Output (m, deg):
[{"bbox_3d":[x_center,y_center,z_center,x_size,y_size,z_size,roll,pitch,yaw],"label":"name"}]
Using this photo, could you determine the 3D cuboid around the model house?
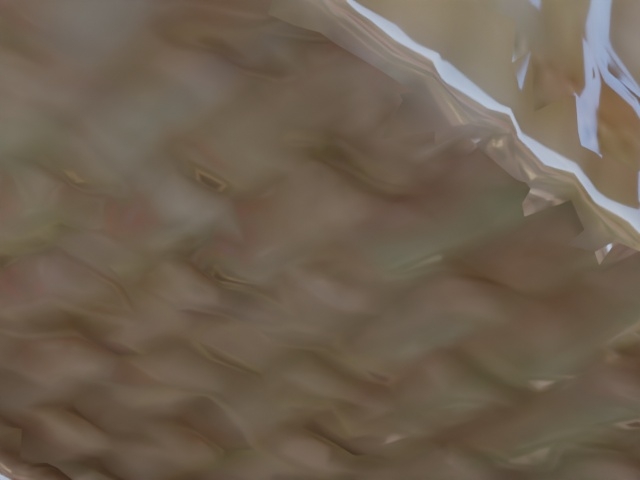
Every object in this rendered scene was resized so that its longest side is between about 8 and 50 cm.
[{"bbox_3d":[0.000,0.000,0.590,0.445,0.400,0.395,-32,-152,41],"label":"model house"}]
